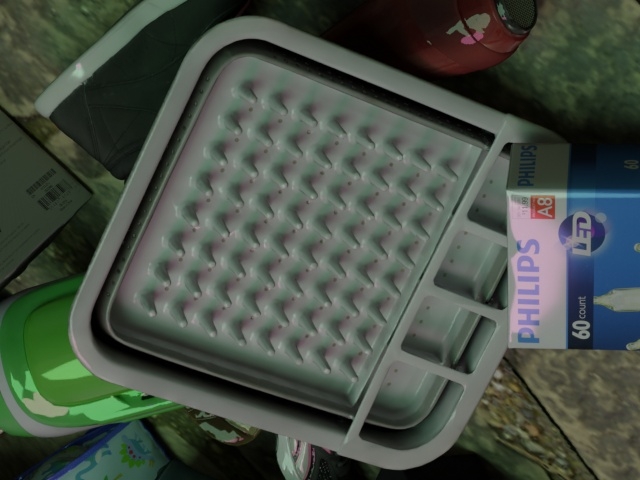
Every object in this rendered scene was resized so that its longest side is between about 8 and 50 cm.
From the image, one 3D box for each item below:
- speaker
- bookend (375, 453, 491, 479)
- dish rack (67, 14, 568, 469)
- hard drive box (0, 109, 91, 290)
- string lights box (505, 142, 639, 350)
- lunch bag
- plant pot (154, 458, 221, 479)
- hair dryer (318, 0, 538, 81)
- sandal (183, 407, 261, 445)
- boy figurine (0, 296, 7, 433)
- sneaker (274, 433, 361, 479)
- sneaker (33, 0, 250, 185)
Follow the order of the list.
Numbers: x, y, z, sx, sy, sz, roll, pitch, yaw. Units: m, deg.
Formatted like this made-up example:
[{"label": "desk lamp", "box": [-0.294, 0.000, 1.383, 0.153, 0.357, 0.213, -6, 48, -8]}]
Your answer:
[{"label": "speaker", "box": [-0.127, 0.072, 1.544, 0.297, 0.131, 0.131, -16, 111, 17]}, {"label": "bookend", "box": [0.142, 0.245, 1.573, 0.157, 0.156, 0.072, 61, 142, 41]}, {"label": "dish rack", "box": [0.000, 0.000, 1.389, 0.333, 0.072, 0.285, 20, 104, -27]}, {"label": "hard drive box", "box": [-0.334, -0.052, 1.572, 0.232, 0.181, 0.089, 44, 129, -3]}, {"label": "string lights box", "box": [0.262, 0.005, 1.341, 0.260, 0.076, 0.133, 0, 120, 8]}, {"label": "lunch bag", "box": [-0.194, 0.242, 1.737, 0.151, 0.096, 0.129, -34, 102, 7]}, {"label": "plant pot", "box": [-0.076, 0.326, 1.610, 0.255, 0.271, 0.271, 37, 128, 0]}, {"label": "hair dryer", "box": [0.065, -0.218, 1.361, 0.224, 0.080, 0.293, 40, 124, 20]}, {"label": "sandal", "box": [-0.114, 0.100, 1.634, 0.072, 0.049, 0.180, -44, 86, 13]}, {"label": "boy figurine", "box": [-0.377, 0.141, 1.767, 0.177, 0.092, 0.285, 38, 125, -3]}, {"label": "sneaker", "box": [0.000, 0.151, 1.601, 0.077, 0.072, 0.178, -18, 113, 27]}, {"label": "sneaker", "box": [-0.087, -0.131, 1.457, 0.147, 0.104, 0.296, 47, 133, -8]}]
